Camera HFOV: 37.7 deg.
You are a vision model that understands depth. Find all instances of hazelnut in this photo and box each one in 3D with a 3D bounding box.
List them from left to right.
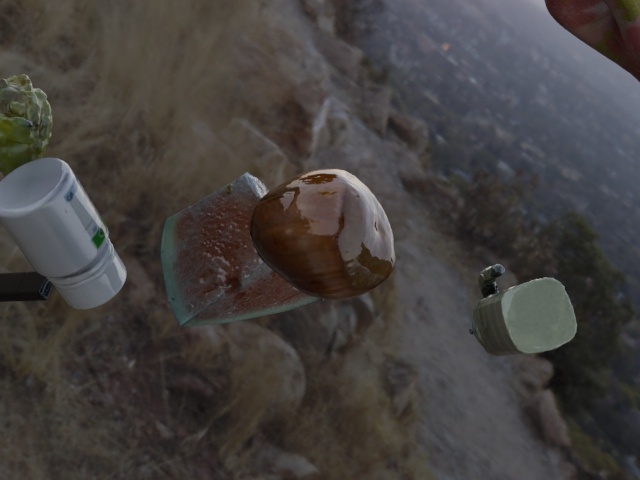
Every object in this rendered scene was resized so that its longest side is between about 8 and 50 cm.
[{"bbox_3d":[0.000,0.000,1.000,0.150,0.150,0.150,33,19,-13],"label":"hazelnut"}]

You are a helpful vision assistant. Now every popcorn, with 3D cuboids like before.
[{"bbox_3d":[-0.517,-0.179,1.502,0.142,0.173,0.173,39,18,17],"label":"popcorn"}]

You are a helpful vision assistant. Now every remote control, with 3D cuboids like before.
[{"bbox_3d":[-0.567,0.083,1.728,0.025,0.245,0.063,42,56,-38],"label":"remote control"}]

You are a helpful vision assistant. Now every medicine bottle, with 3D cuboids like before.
[{"bbox_3d":[-0.411,-0.007,1.505,0.139,0.139,0.237,59,-5,48],"label":"medicine bottle"}]

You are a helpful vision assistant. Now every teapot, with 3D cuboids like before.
[{"bbox_3d":[0.213,0.075,1.050,0.200,0.077,0.107,101,-31,-82],"label":"teapot"}]

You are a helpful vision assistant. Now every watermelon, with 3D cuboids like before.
[{"bbox_3d":[-0.134,0.023,1.572,0.262,0.201,0.213,-16,74,-20],"label":"watermelon"}]

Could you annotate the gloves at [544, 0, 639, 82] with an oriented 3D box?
[{"bbox_3d":[0.200,-0.199,0.628,0.241,0.145,0.126,41,-13,-26],"label":"gloves"}]
